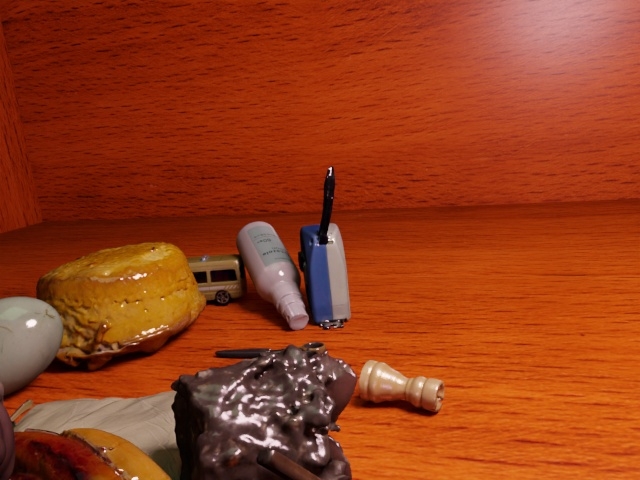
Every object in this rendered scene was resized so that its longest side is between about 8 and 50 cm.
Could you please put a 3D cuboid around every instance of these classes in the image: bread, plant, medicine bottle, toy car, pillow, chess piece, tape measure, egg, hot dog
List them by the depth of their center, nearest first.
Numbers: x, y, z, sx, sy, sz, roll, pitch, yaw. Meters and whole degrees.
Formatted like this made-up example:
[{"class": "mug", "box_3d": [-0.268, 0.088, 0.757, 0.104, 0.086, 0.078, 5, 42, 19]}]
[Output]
[{"class": "hot dog", "box_3d": [-0.261, 0.267, 0.572, 0.326, 0.107, 0.194, 9, 32, 23]}, {"class": "plant", "box_3d": [-0.056, 0.228, 0.679, 0.234, 0.204, 0.178, 3, 48, -24]}, {"class": "pillow", "box_3d": [-0.311, 0.279, 0.785, 0.281, 0.076, 0.274, -5, 13, -2]}, {"class": "chess piece", "box_3d": [0.126, 0.225, 0.881, 0.122, 0.066, 0.066, 6, 16, 26]}, {"class": "egg", "box_3d": [-0.580, 0.193, 1.042, 0.231, 0.168, 0.168, -29, 13, 1]}, {"class": "bread", "box_3d": [-0.442, 0.125, 1.251, 0.337, 0.204, 0.358, -9, 14, 15]}, {"class": "tape measure", "box_3d": [0.000, 0.000, 1.280, 0.098, 0.350, 0.215, -5, 15, -6]}, {"class": "medicine bottle", "box_3d": [-0.107, 0.084, 1.358, 0.110, 0.110, 0.351, -10, 35, -19]}, {"class": "toy car", "box_3d": [-0.321, 0.102, 1.480, 0.257, 0.124, 0.101, -4, 11, 1]}]

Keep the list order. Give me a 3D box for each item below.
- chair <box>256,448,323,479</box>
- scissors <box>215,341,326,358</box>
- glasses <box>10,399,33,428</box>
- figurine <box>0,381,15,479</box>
[{"class": "chair", "box_3d": [0.066, 0.295, 0.445, 0.160, 0.319, 0.186, 5, 60, 44]}, {"class": "scissors", "box_3d": [-0.101, 0.218, 1.110, 0.220, 0.017, 0.088, -3, 13, 14]}, {"class": "glasses", "box_3d": [-0.565, 0.267, 0.892, 0.207, 0.102, 0.239, -13, 14, -28]}, {"class": "figurine", "box_3d": [-0.306, 0.237, 0.406, 0.203, 0.248, 0.380, -3, 49, -50]}]
